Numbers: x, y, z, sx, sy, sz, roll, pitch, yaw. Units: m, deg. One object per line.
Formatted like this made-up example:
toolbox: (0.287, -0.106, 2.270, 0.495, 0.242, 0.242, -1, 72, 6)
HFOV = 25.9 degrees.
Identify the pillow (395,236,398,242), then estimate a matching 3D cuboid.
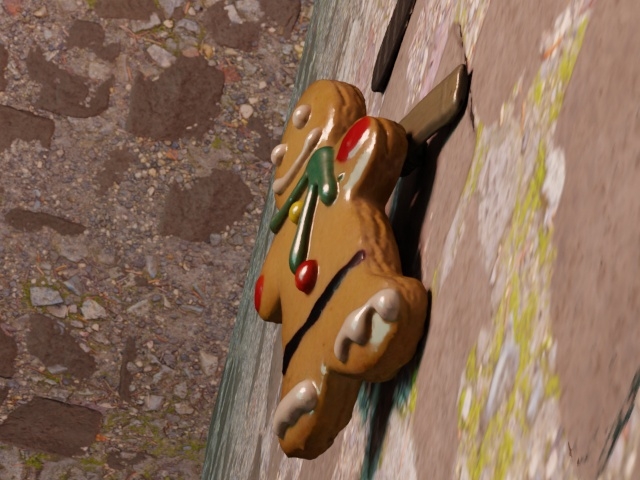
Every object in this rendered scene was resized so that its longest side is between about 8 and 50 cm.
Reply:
pillow: (0.015, 0.036, 1.060, 0.208, 0.055, 0.141, -114, 39, -77)

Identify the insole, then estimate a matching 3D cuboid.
insole: (0.089, -0.263, 1.246, 0.110, 0.012, 0.309, -84, 9, -45)

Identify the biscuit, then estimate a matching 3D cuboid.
biscuit: (0.000, 0.000, 0.960, 0.197, 0.049, 0.301, -52, 29, 38)

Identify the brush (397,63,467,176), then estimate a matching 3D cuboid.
brush: (0.068, -0.070, 0.947, 0.190, 0.028, 0.034, 136, 143, -67)
